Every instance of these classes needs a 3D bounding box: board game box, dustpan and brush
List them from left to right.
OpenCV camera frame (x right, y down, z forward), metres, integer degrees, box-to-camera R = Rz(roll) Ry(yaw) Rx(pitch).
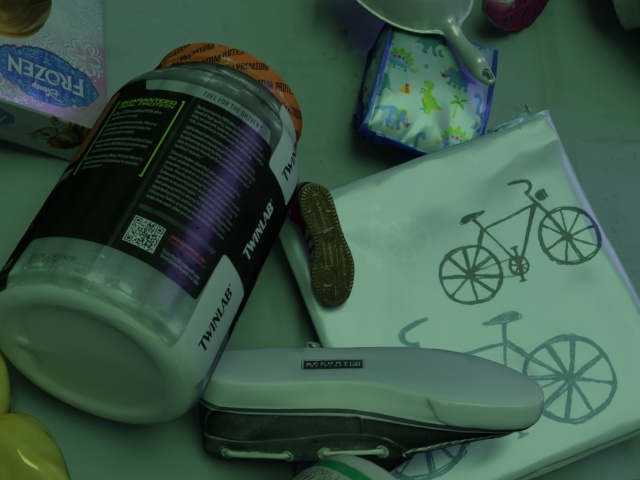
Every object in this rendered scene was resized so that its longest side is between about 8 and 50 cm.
[{"bbox_3d":[-0.346,-0.263,1.159,0.318,0.066,0.318,16,57,-42],"label":"board game box"},{"bbox_3d":[0.118,-0.243,1.298,0.147,0.060,0.211,-24,57,-21],"label":"dustpan and brush"}]

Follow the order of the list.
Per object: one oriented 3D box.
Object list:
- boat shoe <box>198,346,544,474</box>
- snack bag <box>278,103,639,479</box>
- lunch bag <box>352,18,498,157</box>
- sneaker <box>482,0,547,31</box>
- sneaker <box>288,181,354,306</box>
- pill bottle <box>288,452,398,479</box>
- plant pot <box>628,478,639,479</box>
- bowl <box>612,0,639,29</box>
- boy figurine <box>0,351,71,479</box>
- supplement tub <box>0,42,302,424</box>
[{"bbox_3d":[0.041,0.158,1.102,0.301,0.108,0.102,1,108,3],"label":"boat shoe"},{"bbox_3d":[0.142,0.067,1.212,0.323,0.037,0.343,-20,75,-10],"label":"snack bag"},{"bbox_3d":[0.107,-0.145,1.313,0.128,0.096,0.151,19,51,-9],"label":"lunch bag"},{"bbox_3d":[0.238,-0.337,1.456,0.111,0.103,0.252,34,53,4],"label":"sneaker"},{"bbox_3d":[0.000,0.000,1.187,0.042,0.067,0.119,-14,103,-10],"label":"sneaker"},{"bbox_3d":[-0.070,0.336,0.957,0.361,0.204,0.204,-29,77,-27],"label":"pill bottle"},{"bbox_3d":[0.258,0.311,1.100,0.166,0.165,0.167,7,63,-14],"label":"plant pot"},{"bbox_3d":[0.411,-0.316,1.444,0.156,0.289,0.290,-14,63,22],"label":"bowl"},{"bbox_3d":[-0.325,0.133,1.037,0.285,0.092,0.177,28,59,-5],"label":"boy figurine"},{"bbox_3d":[-0.137,-0.016,1.101,0.193,0.193,0.316,27,53,-4],"label":"supplement tub"}]
